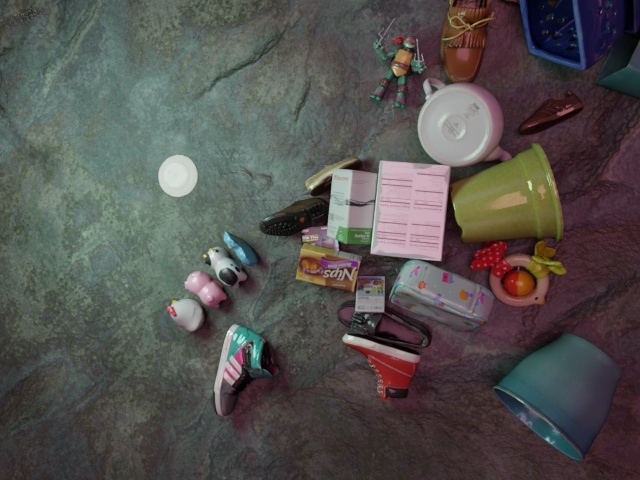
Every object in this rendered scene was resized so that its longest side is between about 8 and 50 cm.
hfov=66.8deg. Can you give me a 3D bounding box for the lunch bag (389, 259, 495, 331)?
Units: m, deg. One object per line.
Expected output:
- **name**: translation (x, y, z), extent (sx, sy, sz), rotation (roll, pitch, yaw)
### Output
- **lunch bag**: translation (0.339, 0.162, 1.399), extent (0.279, 0.224, 0.107), rotation (23, 73, 9)

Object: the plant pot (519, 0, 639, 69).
- **plant pot**: translation (0.700, -0.631, 1.298), extent (0.212, 0.236, 0.236), rotation (-30, 127, 1)

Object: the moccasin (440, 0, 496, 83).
- **moccasin**: translation (0.436, -0.648, 1.414), extent (0.139, 0.147, 0.379), rotation (13, 92, 9)

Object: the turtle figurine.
- **turtle figurine**: translation (0.242, -0.529, 1.463), extent (0.175, 0.118, 0.234), rotation (25, 110, 23)

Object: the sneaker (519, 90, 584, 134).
- **sneaker**: translation (0.667, -0.374, 1.428), extent (0.189, 0.066, 0.071), rotation (-21, 70, 4)

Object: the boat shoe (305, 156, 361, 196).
- **boat shoe**: translation (0.035, -0.217, 1.525), extent (0.190, 0.068, 0.072), rotation (-29, 57, 1)

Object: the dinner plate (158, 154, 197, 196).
- **dinner plate**: translation (-0.482, -0.218, 1.632), extent (0.141, 0.017, 0.141), rotation (0, 89, 10)

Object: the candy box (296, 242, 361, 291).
- **candy box**: translation (0.026, 0.084, 1.507), extent (0.187, 0.053, 0.109), rotation (13, 113, 4)

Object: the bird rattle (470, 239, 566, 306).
- **bird rattle**: translation (0.568, 0.098, 1.410), extent (0.254, 0.143, 0.206), rotation (-2, 106, 12)

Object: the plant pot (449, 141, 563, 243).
- **plant pot**: translation (0.502, -0.104, 1.357), extent (0.254, 0.276, 0.276), rotation (-14, 88, 17)

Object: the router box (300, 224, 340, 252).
- **router box**: translation (0.000, 0.000, 1.541), extent (0.123, 0.038, 0.092), rotation (-6, 89, 9)

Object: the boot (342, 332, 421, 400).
- **boot**: translation (0.166, 0.393, 1.494), extent (0.244, 0.088, 0.176), rotation (19, 95, 5)

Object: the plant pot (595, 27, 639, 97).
- **plant pot**: translation (0.937, -0.482, 1.331), extent (0.234, 0.165, 0.165), rotation (23, 94, 1)

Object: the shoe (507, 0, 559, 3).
- **shoe**: translation (0.610, -0.742, 1.437), extent (0.219, 0.058, 0.076), rotation (19, 124, 13)

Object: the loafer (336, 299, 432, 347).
- **loafer**: translation (0.194, 0.255, 1.481), extent (0.303, 0.095, 0.109), rotation (16, 92, 9)

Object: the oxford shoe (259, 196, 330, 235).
- **oxford shoe**: translation (-0.084, -0.077, 1.532), extent (0.227, 0.096, 0.082), rotation (-16, 122, -4)

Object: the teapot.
- **teapot**: translation (0.415, -0.341, 1.406), extent (0.253, 0.187, 0.255), rotation (9, 115, 33)

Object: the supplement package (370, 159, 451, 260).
- **supplement package**: translation (0.259, -0.082, 1.417), extent (0.198, 0.199, 0.262), rotation (6, 91, 8)

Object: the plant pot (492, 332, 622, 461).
- **plant pot**: translation (0.668, 0.406, 1.335), extent (0.272, 0.271, 0.255), rotation (43, 81, 7)

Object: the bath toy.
- **bath toy**: translation (-0.365, 0.136, 1.558), extent (0.348, 0.129, 0.151), rotation (-49, 49, 5)

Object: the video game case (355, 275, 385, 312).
- **video game case**: translation (0.154, 0.165, 1.498), extent (0.087, 0.011, 0.122), rotation (0, 57, 10)

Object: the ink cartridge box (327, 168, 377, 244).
- **ink cartridge box**: translation (0.091, -0.103, 1.430), extent (0.087, 0.153, 0.208), rotation (2, 100, -20)

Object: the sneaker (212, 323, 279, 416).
- **sneaker**: translation (-0.227, 0.429, 1.543), extent (0.179, 0.124, 0.295), rotation (10, 91, 19)
